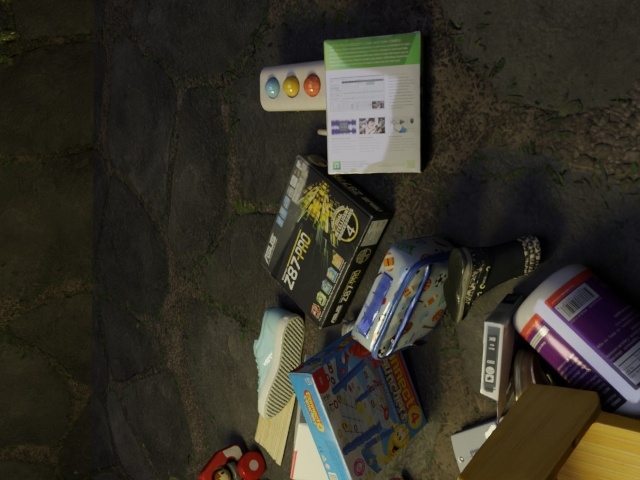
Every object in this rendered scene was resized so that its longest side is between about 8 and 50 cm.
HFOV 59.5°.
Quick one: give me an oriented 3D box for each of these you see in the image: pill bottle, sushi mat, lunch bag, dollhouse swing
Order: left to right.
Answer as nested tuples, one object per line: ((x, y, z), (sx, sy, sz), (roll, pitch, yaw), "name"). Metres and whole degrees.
((-0.159, 0.608, 1.926), (0.151, 0.019, 0.316), (30, 118, 37), "sushi mat")
((0.201, 0.137, 1.297), (0.115, 0.243, 0.303), (39, 123, 34), "lunch bag")
((0.471, 0.464, 0.937), (0.305, 0.315, 0.346), (21, 145, 48), "dollhouse swing")
((0.526, 0.205, 1.021), (0.323, 0.182, 0.181), (49, 129, 27), "pill bottle")

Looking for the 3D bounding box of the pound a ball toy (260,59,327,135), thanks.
((-0.028, -0.373, 1.507), (0.319, 0.136, 0.208), (13, 107, 44), "pound a ball toy")

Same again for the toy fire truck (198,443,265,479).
((-0.316, 0.894, 1.976), (0.169, 0.254, 0.302), (-36, 72, 43), "toy fire truck")

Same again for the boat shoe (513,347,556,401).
((0.477, 0.357, 1.170), (0.089, 0.105, 0.285), (-14, 100, 38), "boat shoe")

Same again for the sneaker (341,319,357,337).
((0.113, 0.349, 1.559), (0.115, 0.105, 0.281), (-167, 73, -68), "sneaker")

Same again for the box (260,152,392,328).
((0.000, 0.000, 1.584), (0.318, 0.097, 0.394), (46, 128, 33), "box")

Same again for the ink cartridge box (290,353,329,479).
((-0.006, 0.481, 1.542), (0.283, 0.117, 0.207), (-86, 3, -63), "ink cartridge box")

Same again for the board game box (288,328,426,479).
((0.101, 0.392, 1.374), (0.086, 0.302, 0.308), (-14, 99, 46), "board game box")

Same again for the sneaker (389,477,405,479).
((0.217, 0.768, 1.511), (0.111, 0.103, 0.252), (-21, 82, 44), "sneaker")

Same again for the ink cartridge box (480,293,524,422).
((0.377, 0.236, 1.161), (0.045, 0.206, 0.208), (6, 103, 29), "ink cartridge box")

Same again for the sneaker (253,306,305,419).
((-0.151, 0.384, 1.800), (0.150, 0.135, 0.365), (23, 102, 43), "sneaker")

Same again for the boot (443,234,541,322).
((0.361, 0.085, 1.194), (0.236, 0.179, 0.085), (82, 173, -50), "boot")

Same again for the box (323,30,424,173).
((0.130, -0.321, 1.344), (0.233, 0.058, 0.321), (2, 102, 17), "box")

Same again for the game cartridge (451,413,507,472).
((0.429, 0.563, 1.288), (0.196, 0.060, 0.294), (-38, 71, 39), "game cartridge")
